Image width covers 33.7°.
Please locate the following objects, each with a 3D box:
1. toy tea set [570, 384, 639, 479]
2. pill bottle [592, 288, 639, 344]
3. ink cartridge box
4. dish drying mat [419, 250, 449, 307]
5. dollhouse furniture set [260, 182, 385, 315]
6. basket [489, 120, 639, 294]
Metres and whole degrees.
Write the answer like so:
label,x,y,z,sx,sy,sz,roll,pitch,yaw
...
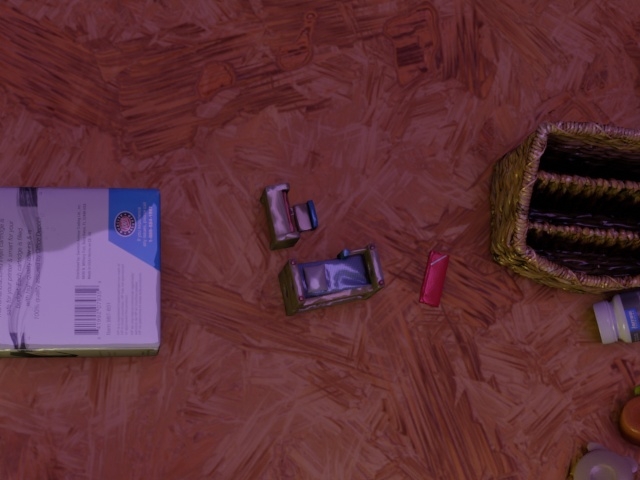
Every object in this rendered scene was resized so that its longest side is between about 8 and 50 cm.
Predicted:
label,x,y,z,sx,sy,sz,roll,pitch,yaw
toy tea set,0.533,0.303,1.594,0.200,0.124,0.336,30,77,28
pill bottle,0.488,0.111,1.604,0.137,0.078,0.078,-15,81,12
ink cartridge box,-0.376,0.047,1.459,0.307,0.129,0.223,0,79,-10
dish drying mat,0.174,0.058,1.615,0.032,0.008,0.083,16,76,-7
dollhouse furniture set,0.000,0.000,1.534,0.129,0.129,0.184,-11,81,-12
basket,0.420,-0.038,1.568,0.299,0.223,0.214,7,77,-9
